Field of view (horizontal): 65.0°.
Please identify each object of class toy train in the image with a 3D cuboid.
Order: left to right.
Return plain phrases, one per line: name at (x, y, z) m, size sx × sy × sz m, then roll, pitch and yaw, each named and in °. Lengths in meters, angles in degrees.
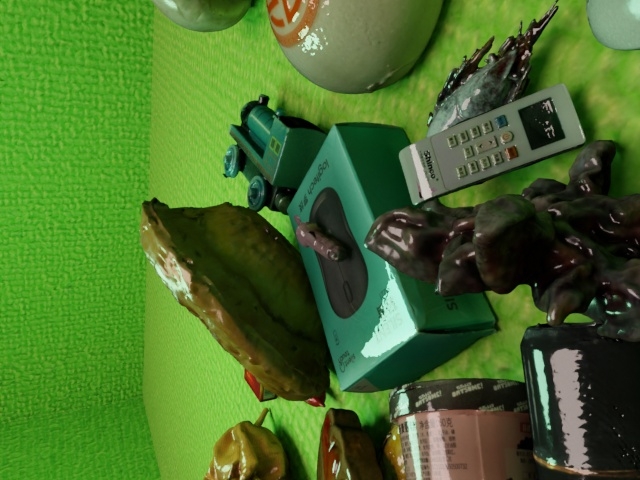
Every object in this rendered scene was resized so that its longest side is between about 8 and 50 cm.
toy train at (-0.096, -0.172, 0.979) m, size 0.298 × 0.120 × 0.194 m, roll 49°, pitch 127°, yaw 49°

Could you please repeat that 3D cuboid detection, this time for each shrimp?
shrimp at (0.169, -0.142, 0.520) m, size 0.090 × 0.079 × 0.232 m, roll 40°, pitch 136°, yaw 7°

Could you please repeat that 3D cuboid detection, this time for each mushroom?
mushroom at (-0.243, -0.607, 1.067) m, size 0.290 × 0.298 × 0.297 m, roll -7°, pitch 86°, yaw 38°

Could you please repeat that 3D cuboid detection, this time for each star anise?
star anise at (0.170, -0.002, 0.408) m, size 0.283 × 0.213 × 0.129 m, roll -156°, pitch 53°, yaw -68°

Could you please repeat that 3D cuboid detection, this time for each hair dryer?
hair dryer at (0.295, 0.134, 0.304) m, size 0.352 × 0.107 × 0.188 m, roll -18°, pitch 75°, yaw 53°

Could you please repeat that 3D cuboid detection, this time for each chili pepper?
chili pepper at (-0.035, 0.263, 0.963) m, size 0.191 × 0.059 × 0.050 m, roll 32°, pitch 114°, yaw 60°

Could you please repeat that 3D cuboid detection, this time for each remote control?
remote control at (0.159, -0.090, 0.488) m, size 0.166 × 0.029 × 0.065 m, roll -20°, pitch 77°, yaw 26°

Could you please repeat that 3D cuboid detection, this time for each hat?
hat at (-0.138, 0.485, 1.126) m, size 0.234 × 0.244 × 0.233 m, roll -28°, pitch 32°, yaw 30°

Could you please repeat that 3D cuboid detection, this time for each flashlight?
flashlight at (0.000, 0.000, 0.647) m, size 0.110 × 0.031 × 0.052 m, roll 32°, pitch 143°, yaw 53°

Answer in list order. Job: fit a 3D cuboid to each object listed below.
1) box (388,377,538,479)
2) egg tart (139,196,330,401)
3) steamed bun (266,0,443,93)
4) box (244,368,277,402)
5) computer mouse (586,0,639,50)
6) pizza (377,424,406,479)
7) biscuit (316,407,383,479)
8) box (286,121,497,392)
box at (0.145, 0.214, 0.484) m, size 0.151 × 0.151 × 0.135 m, roll 133°, pitch 143°, yaw -54°
egg tart at (-0.113, 0.067, 0.852) m, size 0.443 × 0.178 × 0.443 m, roll 47°, pitch 178°, yaw 3°
steamed bun at (0.021, -0.338, 0.661) m, size 0.283 × 0.177 × 0.282 m, roll 14°, pitch 105°, yaw 62°
box at (-0.136, 0.268, 1.165) m, size 0.112 × 0.048 × 0.175 m, roll 30°, pitch 119°, yaw 58°
computer mouse at (0.269, -0.190, 0.324) m, size 0.229 × 0.069 × 0.113 m, roll 4°, pitch 98°, yaw 62°
pizza at (0.136, 0.354, 0.615) m, size 0.223 × 0.090 × 0.323 m, roll -126°, pitch 39°, yaw -57°
biscuit at (0.038, 0.431, 0.710) m, size 0.381 × 0.074 × 0.358 m, roll -107°, pitch 16°, yaw -76°
box at (0.071, 0.022, 0.673) m, size 0.205 × 0.118 × 0.311 m, roll -57°, pitch 44°, yaw 51°
